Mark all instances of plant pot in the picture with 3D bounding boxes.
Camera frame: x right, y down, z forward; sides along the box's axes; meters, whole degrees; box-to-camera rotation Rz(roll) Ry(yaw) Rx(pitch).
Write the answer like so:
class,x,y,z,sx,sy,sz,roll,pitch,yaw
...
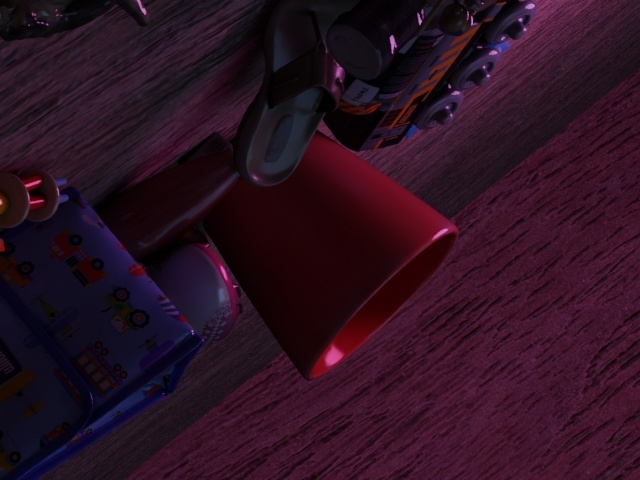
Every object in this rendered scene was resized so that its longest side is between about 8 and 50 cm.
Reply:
class,x,y,z,sx,sy,sz,roll,pitch,yaw
plant pot,0.000,0.000,1.810,0.275,0.243,0.275,-41,167,-11

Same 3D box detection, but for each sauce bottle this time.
class,x,y,z,sx,sy,sz,roll,pitch,yaw
sauce bottle,0.133,-0.296,1.481,0.344,0.111,0.111,-48,174,-26

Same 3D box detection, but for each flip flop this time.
class,x,y,z,sx,sy,sz,roll,pitch,yaw
flip flop,-0.019,-0.162,1.505,0.112,0.080,0.277,2,127,-30

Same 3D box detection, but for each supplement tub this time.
class,x,y,z,sx,sy,sz,roll,pitch,yaw
supplement tub,0.073,-0.238,1.628,0.117,0.117,0.190,-32,166,-42

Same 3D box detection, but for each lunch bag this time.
class,x,y,z,sx,sy,sz,roll,pitch,yaw
lunch bag,-0.307,0.121,1.433,0.293,0.221,0.138,-35,168,-34

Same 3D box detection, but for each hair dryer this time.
class,x,y,z,sx,sy,sz,roll,pitch,yaw
hair dryer,-0.187,-0.024,1.676,0.223,0.080,0.293,-27,171,-46

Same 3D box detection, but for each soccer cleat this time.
class,x,y,z,sx,sy,sz,roll,pitch,yaw
soccer cleat,-0.195,0.104,1.702,0.143,0.116,0.331,-31,174,-25

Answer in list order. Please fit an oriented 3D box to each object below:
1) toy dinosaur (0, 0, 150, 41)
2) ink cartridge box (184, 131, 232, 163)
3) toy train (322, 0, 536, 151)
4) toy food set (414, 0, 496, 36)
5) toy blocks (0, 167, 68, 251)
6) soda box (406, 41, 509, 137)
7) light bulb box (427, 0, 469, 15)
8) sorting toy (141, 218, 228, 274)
class,x,y,z,sx,sy,sz,roll,pitch,yaw
toy dinosaur,-0.180,-0.191,1.063,0.118,0.064,0.268,-40,174,31
ink cartridge box,-0.136,-0.082,1.725,0.063,0.029,0.115,-46,168,-15
toy train,0.132,-0.245,1.797,0.190,0.142,0.334,-19,157,-41
toy food set,0.126,-0.185,1.061,0.122,0.019,0.078,-33,169,-37
toy blocks,-0.306,-0.016,1.336,0.123,0.054,0.148,-46,169,21
soda box,0.183,-0.251,2.125,0.210,0.067,0.071,-43,170,6
light bulb box,0.163,-0.393,0.993,0.361,0.225,0.358,-41,171,-6
sorting toy,-0.148,-0.036,1.910,0.229,0.041,0.307,-46,163,11
